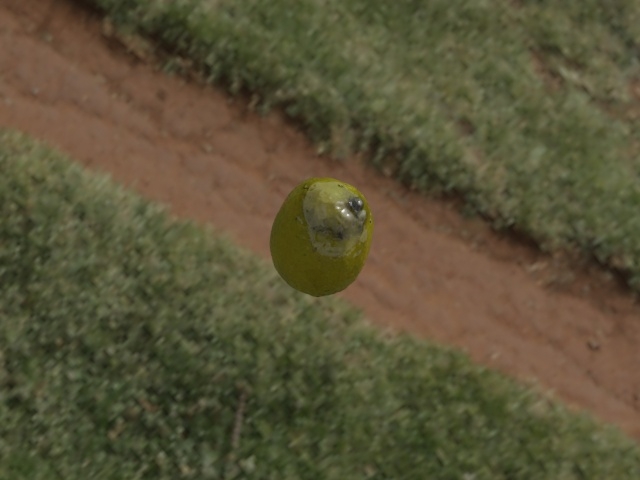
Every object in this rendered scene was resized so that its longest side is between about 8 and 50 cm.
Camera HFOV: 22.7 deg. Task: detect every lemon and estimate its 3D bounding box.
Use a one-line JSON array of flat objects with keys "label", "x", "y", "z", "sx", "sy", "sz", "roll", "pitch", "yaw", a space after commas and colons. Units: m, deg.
[{"label": "lemon", "x": 0.000, "y": 0.000, "z": 1.245, "sx": 0.082, "sy": 0.111, "sz": 0.082, "roll": 10, "pitch": 47, "yaw": -10}]
